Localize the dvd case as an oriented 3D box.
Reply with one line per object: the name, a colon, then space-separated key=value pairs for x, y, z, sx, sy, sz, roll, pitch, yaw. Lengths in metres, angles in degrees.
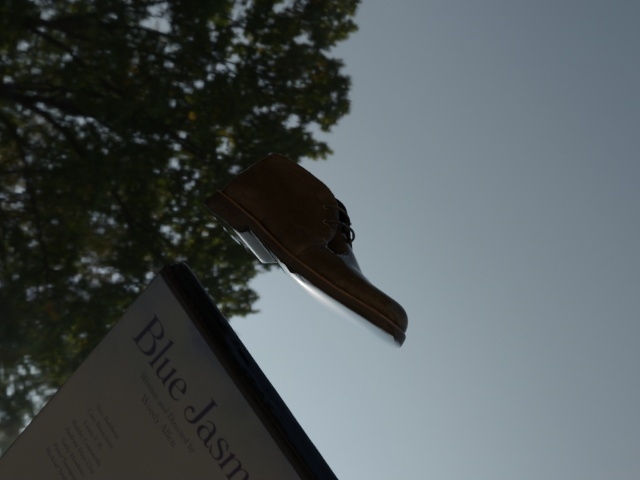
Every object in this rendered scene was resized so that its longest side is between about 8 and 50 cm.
dvd case: x=-0.108 y=0.160 z=0.538 sx=0.253 sy=0.022 sz=0.180 roll=-46 pitch=-108 yaw=27

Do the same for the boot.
boot: x=0.000 y=0.000 z=0.968 sx=0.115 sy=0.112 sz=0.305 roll=-44 pitch=-125 yaw=-10
